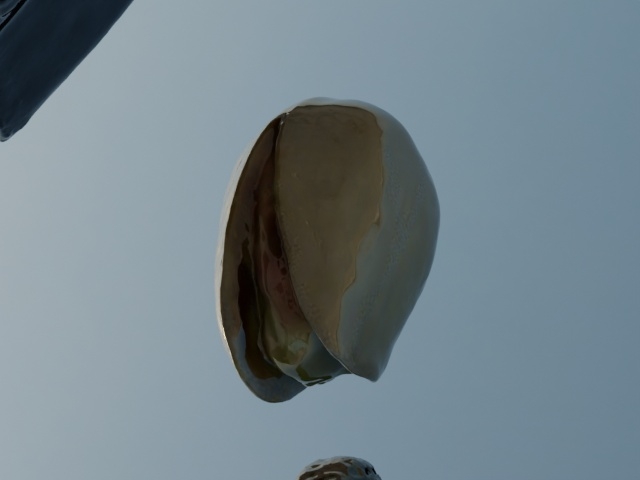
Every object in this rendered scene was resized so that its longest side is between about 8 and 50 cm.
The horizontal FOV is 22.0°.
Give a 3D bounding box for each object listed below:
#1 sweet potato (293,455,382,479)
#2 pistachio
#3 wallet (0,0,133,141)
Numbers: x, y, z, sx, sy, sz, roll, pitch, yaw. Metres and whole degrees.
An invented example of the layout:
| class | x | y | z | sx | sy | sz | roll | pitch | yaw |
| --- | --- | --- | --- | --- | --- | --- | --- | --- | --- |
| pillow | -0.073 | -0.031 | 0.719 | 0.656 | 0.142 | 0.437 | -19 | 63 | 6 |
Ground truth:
| class | x | y | z | sx | sy | sz | roll | pitch | yaw |
| --- | --- | --- | --- | --- | --- | --- | --- | --- | --- |
| sweet potato | -0.008 | 0.184 | 0.966 | 0.062 | 0.081 | 0.233 | 2 | -173 | 13 |
| pistachio | 0.000 | 0.000 | 0.988 | 0.144 | 0.144 | 0.215 | -24 | -147 | 28 |
| wallet | -0.135 | -0.210 | 0.940 | 0.247 | 0.041 | 0.323 | -52 | 168 | -16 |
